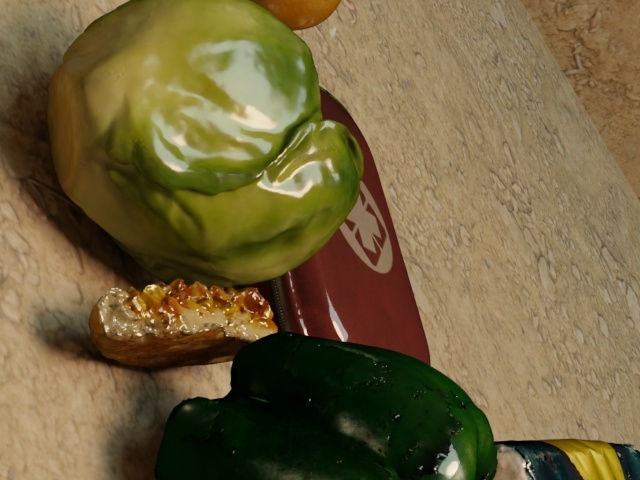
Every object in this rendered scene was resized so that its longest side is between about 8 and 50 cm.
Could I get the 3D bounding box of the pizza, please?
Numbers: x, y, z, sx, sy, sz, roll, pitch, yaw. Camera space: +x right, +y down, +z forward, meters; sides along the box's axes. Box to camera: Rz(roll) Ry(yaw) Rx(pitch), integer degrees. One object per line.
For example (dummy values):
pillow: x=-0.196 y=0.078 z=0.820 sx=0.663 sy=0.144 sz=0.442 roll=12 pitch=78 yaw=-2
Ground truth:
pizza: x=-0.116 y=0.072 z=1.294 sx=0.246 sy=0.127 sz=0.058 roll=3 pitch=71 yaw=-49

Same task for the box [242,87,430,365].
box: x=0.000 y=0.000 z=1.629 sx=0.263 sy=0.108 sz=0.404 roll=27 pitch=42 yaw=-55

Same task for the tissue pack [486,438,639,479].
tissue pack: x=0.205 y=0.350 z=1.495 sx=0.416 sy=0.264 sz=0.253 roll=15 pitch=46 yaw=-60

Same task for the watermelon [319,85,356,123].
watermelon: x=0.018 y=-0.123 z=1.844 sx=0.163 sy=0.069 sz=0.087 roll=60 pitch=24 yaw=-16

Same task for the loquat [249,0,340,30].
loquat: x=-0.040 y=-0.324 z=1.847 sx=0.141 sy=0.141 sz=0.141 roll=47 pitch=29 yaw=-36

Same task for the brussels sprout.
brussels sprout: x=-0.105 y=-0.092 z=1.348 sx=0.294 sy=0.227 sz=0.259 roll=5 pitch=59 yaw=-33

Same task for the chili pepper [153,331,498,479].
chili pepper: x=0.006 y=0.208 z=1.228 sx=0.233 sy=0.256 sz=0.249 roll=-28 pitch=133 yaw=-48
